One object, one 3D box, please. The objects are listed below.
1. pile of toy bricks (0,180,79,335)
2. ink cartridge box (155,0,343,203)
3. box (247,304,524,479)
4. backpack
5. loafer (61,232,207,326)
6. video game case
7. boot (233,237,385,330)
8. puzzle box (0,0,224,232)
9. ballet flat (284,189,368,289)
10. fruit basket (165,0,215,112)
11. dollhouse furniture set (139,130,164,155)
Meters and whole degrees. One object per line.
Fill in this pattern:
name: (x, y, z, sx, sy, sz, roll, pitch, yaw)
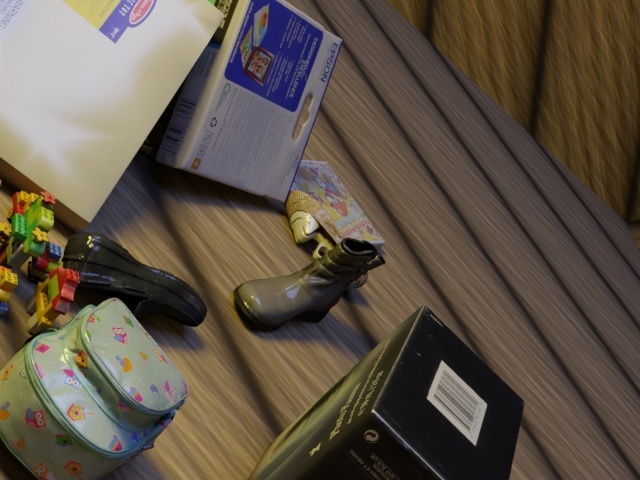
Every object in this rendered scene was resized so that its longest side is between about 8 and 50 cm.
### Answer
pile of toy bricks: (-0.334, -0.010, 1.269, 0.118, 0.105, 0.212, 28, 29, -38)
ink cartridge box: (-0.104, -0.231, 1.786, 0.072, 0.303, 0.307, 21, 1, 27)
box: (0.050, 0.268, 1.242, 0.183, 0.294, 0.296, 44, 23, -1)
backpack: (-0.236, 0.156, 1.129, 0.166, 0.144, 0.188, 53, 26, 0)
loafer: (-0.232, 0.066, 1.385, 0.223, 0.076, 0.078, 34, 61, -42)
video game case: (0.007, -0.067, 2.056, 0.206, 0.026, 0.227, 55, 24, 17)
boot: (-0.013, 0.050, 1.657, 0.083, 0.161, 0.246, 55, 24, 18)
puzzle box: (-0.323, -0.245, 1.481, 0.272, 0.052, 0.409, 39, 56, -18)
ballet flat: (0.000, 0.000, 1.887, 0.206, 0.073, 0.067, 47, 37, 10)
fruit basket: (-0.299, -0.407, 1.816, 0.392, 0.283, 0.392, 38, 39, -40)
dollhouse furniture set: (-0.252, -0.172, 1.735, 0.152, 0.058, 0.076, 18, 36, -50)
